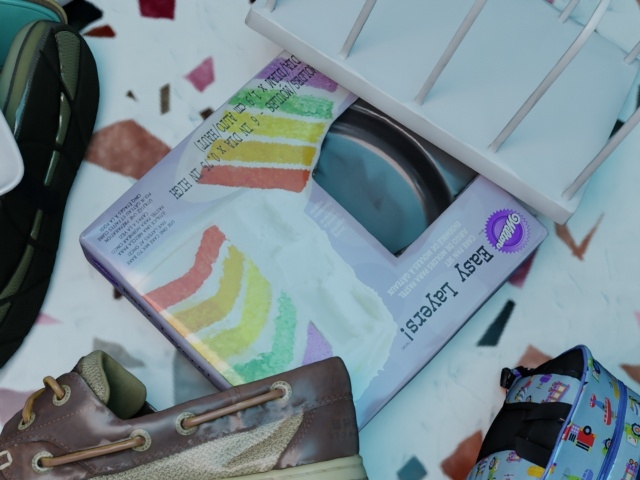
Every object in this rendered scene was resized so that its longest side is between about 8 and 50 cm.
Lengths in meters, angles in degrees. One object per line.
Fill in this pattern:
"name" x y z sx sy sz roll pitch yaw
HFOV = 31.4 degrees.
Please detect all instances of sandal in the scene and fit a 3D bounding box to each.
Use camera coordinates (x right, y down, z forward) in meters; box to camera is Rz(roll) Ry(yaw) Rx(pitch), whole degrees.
"sandal" -0.245 -0.021 0.819 0.086 0.120 0.302 9 67 18

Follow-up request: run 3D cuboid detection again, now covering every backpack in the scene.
"backpack" 0.167 0.153 0.765 0.117 0.173 0.158 28 73 3

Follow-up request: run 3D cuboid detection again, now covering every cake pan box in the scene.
"cake pan box" 0.000 0.000 0.849 0.267 0.070 0.246 -43 84 -15

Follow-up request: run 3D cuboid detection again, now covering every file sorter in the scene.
"file sorter" 0.128 -0.189 0.821 0.278 0.173 0.193 33 53 0

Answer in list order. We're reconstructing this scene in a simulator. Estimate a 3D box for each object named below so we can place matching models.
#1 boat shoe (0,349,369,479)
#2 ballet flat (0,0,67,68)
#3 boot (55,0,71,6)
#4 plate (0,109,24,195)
"boat shoe" -0.142 0.134 0.745 0.342 0.123 0.123 -7 83 8
"ballet flat" -0.313 -0.165 0.864 0.232 0.080 0.073 -12 46 -11
"boot" -0.183 -0.262 0.894 0.069 0.086 0.190 41 75 6
"plate" -0.367 -0.086 0.760 0.278 0.045 0.277 -25 67 -10
